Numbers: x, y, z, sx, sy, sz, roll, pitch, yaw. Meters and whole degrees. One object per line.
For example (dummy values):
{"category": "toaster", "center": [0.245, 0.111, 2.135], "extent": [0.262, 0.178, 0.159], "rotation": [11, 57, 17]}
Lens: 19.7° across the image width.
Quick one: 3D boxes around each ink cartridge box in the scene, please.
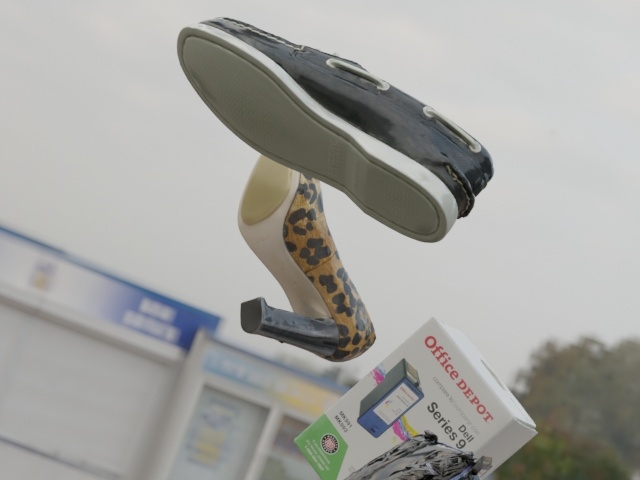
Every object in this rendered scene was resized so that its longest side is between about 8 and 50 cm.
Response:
{"category": "ink cartridge box", "center": [0.103, 0.210, 1.997], "extent": [0.154, 0.212, 0.093], "rotation": [53, 9, 26]}

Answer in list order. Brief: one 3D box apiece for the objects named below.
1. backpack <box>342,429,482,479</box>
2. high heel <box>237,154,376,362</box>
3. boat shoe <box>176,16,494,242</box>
{"category": "backpack", "center": [0.073, 0.224, 1.525], "extent": [0.105, 0.114, 0.084], "rotation": [18, -50, 66]}
{"category": "high heel", "center": [0.000, 0.000, 2.050], "extent": [0.186, 0.261, 0.093], "rotation": [19, -18, -42]}
{"category": "boat shoe", "center": [0.011, -0.111, 1.614], "extent": [0.302, 0.091, 0.114], "rotation": [37, -33, 12]}
